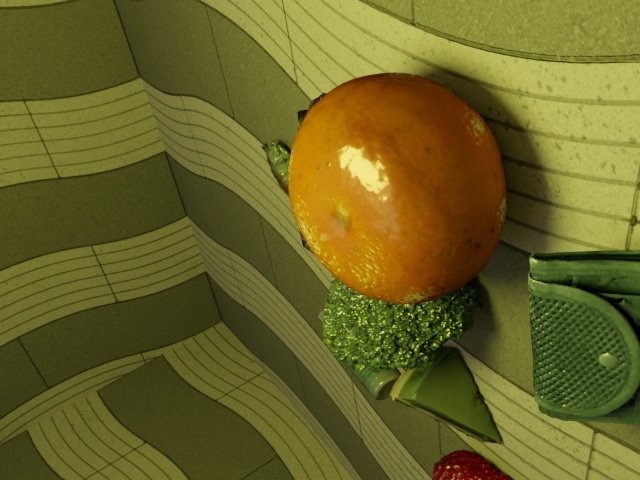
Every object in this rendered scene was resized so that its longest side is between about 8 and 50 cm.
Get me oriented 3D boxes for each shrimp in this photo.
[{"bbox_3d":[-0.058,-0.169,2.037,0.287,0.068,0.185,37,151,44],"label":"shrimp"}]

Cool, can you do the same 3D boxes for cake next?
[{"bbox_3d":[0.312,0.433,1.796,0.283,0.172,0.158,61,162,-4],"label":"cake"}]

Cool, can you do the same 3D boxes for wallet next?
[{"bbox_3d":[0.448,0.167,1.096,0.237,0.075,0.342,1,127,21],"label":"wallet"}]

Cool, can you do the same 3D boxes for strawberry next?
[{"bbox_3d":[0.414,0.659,1.843,0.244,0.205,0.205,-1,117,44],"label":"strawberry"}]

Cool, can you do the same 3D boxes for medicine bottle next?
[{"bbox_3d":[0.110,0.344,2.237,0.352,0.110,0.110,47,155,35],"label":"medicine bottle"}]

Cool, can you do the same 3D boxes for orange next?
[{"bbox_3d":[0.144,-0.096,1.288,0.424,0.326,0.424,26,134,31],"label":"orange"}]

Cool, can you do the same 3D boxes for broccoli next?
[{"bbox_3d":[0.174,0.133,1.594,0.375,0.302,0.249,-20,107,32],"label":"broccoli"}]

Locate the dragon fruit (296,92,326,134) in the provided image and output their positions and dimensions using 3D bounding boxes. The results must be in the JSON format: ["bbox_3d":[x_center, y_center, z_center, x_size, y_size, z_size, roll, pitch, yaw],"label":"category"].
[{"bbox_3d":[0.033,-0.248,1.581,0.182,0.182,0.188,59,178,6],"label":"dragon fruit"}]

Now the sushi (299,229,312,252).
[{"bbox_3d":[0.000,0.000,2.169,0.201,0.031,0.139,37,148,42],"label":"sushi"}]
